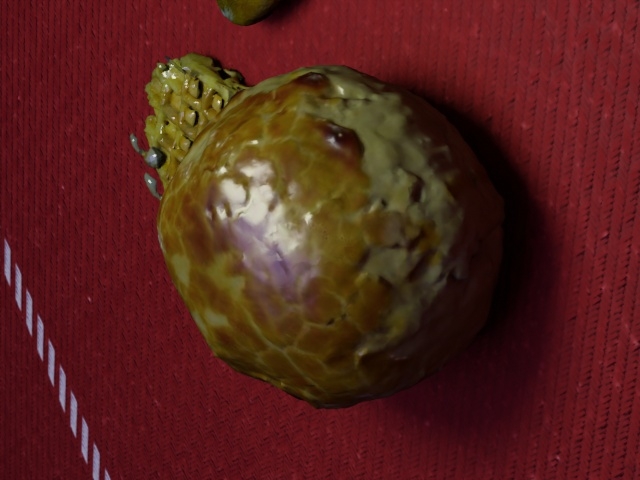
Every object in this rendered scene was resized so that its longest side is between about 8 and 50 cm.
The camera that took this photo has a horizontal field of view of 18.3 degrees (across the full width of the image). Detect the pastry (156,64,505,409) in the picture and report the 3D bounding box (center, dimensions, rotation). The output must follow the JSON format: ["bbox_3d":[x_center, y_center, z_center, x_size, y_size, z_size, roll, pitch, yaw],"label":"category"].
[{"bbox_3d":[0.000,0.000,2.141,0.388,0.313,0.388,27,125,46],"label":"pastry"}]

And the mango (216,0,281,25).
[{"bbox_3d":[-0.096,-0.390,2.261,0.193,0.146,0.316,30,131,50],"label":"mango"}]

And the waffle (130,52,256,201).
[{"bbox_3d":[-0.124,-0.100,2.460,0.262,0.060,0.280,-17,90,48],"label":"waffle"}]
